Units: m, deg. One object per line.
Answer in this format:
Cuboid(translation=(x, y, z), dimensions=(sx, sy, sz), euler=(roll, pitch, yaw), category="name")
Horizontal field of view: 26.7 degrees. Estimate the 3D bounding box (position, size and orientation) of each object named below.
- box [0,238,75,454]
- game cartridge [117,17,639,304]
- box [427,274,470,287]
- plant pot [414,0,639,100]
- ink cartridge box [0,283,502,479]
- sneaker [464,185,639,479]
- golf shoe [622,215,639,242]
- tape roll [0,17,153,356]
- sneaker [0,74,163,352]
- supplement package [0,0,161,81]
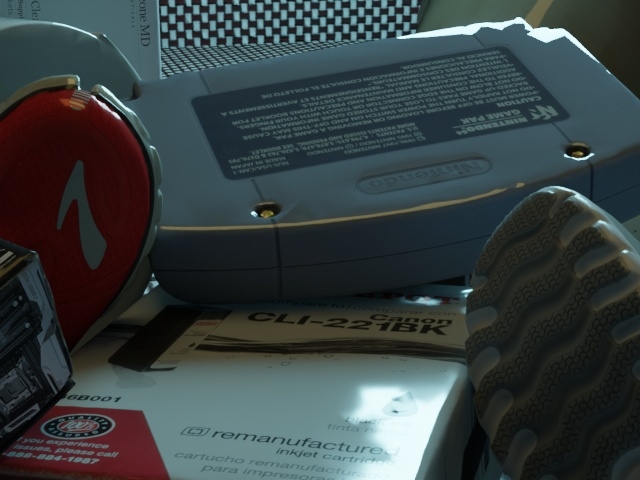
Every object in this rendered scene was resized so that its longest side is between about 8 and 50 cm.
Cuboid(translation=(-0.285, 0.082, 0.494), dimensions=(0.242, 0.077, 0.307), euler=(19, 46, 28), category="box")
Cuboid(translation=(0.036, -0.050, 0.774), dimensions=(0.297, 0.062, 0.198), euler=(-11, 40, -12), category="game cartridge")
Cuboid(translation=(0.000, 0.000, 0.932), dimensions=(0.203, 0.169, 0.167), euler=(1, 16, 4), category="box")
Cuboid(translation=(0.197, -0.134, 1.244), dimensions=(0.323, 0.323, 0.280), euler=(8, 35, 30), category="plant pot")
Cuboid(translation=(-0.025, 0.108, 0.648), dimensions=(0.197, 0.114, 0.273), euler=(3, 15, 14), category="ink cartridge box")
Cuboid(translation=(0.160, 0.099, 0.578), dimensions=(0.115, 0.105, 0.281), euler=(6, 47, -46), category="sneaker")
Cuboid(translation=(0.300, -0.016, 1.097), dimensions=(0.306, 0.115, 0.140), euler=(-17, 26, -42), category="golf shoe")
Cuboid(translation=(-0.247, -0.034, 0.931), dimensions=(0.169, 0.246, 0.246), euler=(11, 19, 38), category="tape roll")
Cuboid(translation=(-0.164, 0.053, 0.640), dimensions=(0.107, 0.279, 0.118), euler=(30, 18, -14), category="sneaker")
Cuboid(translation=(-0.240, -0.143, 1.283), dimensions=(0.145, 0.262, 0.204), euler=(-7, 17, -19), category="supplement package")
